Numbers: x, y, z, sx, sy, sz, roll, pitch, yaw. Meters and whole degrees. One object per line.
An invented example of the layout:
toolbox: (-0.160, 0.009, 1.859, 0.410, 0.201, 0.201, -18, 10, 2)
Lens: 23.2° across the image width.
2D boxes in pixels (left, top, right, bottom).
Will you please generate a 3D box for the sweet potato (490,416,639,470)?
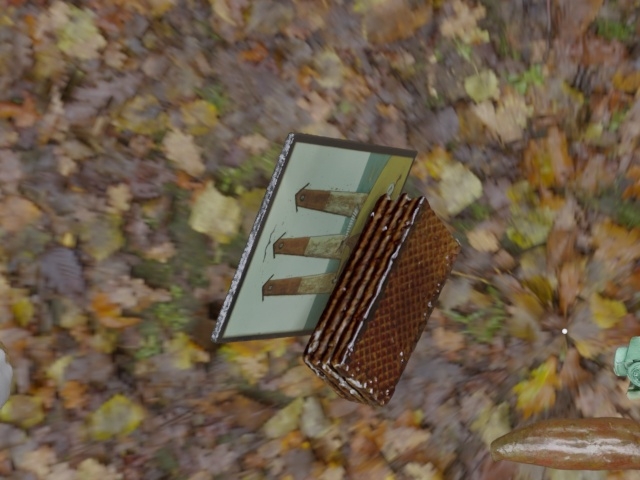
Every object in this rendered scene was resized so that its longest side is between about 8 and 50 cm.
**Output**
sweet potato: (0.314, 0.230, 1.701, 0.255, 0.058, 0.078, 11, 98, -8)

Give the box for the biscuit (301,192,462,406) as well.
biscuit: (0.075, 0.065, 1.817, 0.070, 0.106, 0.252, 6, 60, 41)

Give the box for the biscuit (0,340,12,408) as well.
biscuit: (-0.432, 0.181, 1.712, 0.208, 0.181, 0.049, -29, 56, -14)

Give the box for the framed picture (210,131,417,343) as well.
framed picture: (0.000, 0.000, 1.781, 0.013, 0.324, 0.244, 26, 101, 24)

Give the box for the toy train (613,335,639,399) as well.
toy train: (0.360, 0.125, 1.419, 0.176, 0.118, 0.074, -7, 40, 35)
